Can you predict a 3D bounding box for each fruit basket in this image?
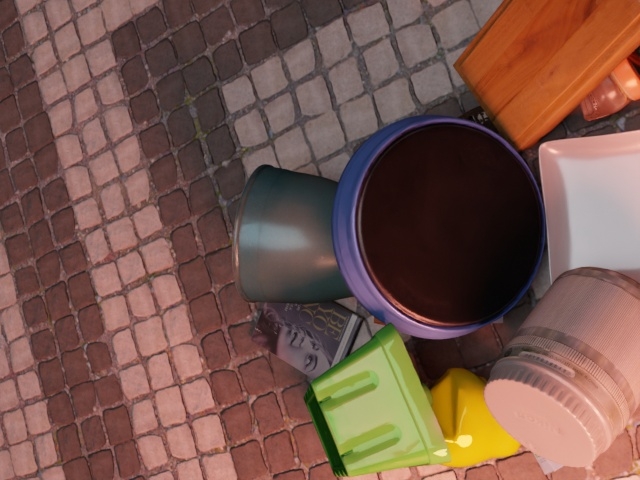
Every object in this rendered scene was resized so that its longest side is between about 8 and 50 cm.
[{"bbox_3d":[0.178,0.292,1.669,0.392,0.392,0.282,-29,77,27],"label":"fruit basket"}]

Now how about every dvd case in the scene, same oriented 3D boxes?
[{"bbox_3d":[-0.031,0.184,1.935,0.221,0.018,0.164,28,103,27],"label":"dvd case"}]

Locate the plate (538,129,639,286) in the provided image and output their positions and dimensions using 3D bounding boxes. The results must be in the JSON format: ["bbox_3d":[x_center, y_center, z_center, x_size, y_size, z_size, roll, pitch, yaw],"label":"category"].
[{"bbox_3d":[0.523,-0.048,1.600,0.277,0.045,0.277,-6,87,29],"label":"plate"}]

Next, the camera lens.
[{"bbox_3d":[0.418,0.194,1.505,0.219,0.219,0.274,29,60,27],"label":"camera lens"}]

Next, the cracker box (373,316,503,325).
[{"bbox_3d":[0.213,0.072,1.683,0.067,0.232,0.155,180,90,-72],"label":"cracker box"}]

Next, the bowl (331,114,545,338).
[{"bbox_3d":[0.212,-0.025,1.609,0.077,0.391,0.390,173,94,-71],"label":"bowl"}]

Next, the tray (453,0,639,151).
[{"bbox_3d":[0.383,-0.333,1.530,0.202,0.076,0.411,57,149,12],"label":"tray"}]

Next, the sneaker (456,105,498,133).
[{"bbox_3d":[0.256,-0.196,1.738,0.188,0.071,0.066,-33,74,26],"label":"sneaker"}]

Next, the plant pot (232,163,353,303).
[{"bbox_3d":[0.000,0.000,1.792,0.255,0.272,0.271,7,93,16],"label":"plant pot"}]

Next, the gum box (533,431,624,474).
[{"bbox_3d":[0.407,0.283,1.611,0.184,0.157,0.041,62,157,16],"label":"gum box"}]

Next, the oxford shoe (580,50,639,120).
[{"bbox_3d":[0.421,-0.377,1.615,0.133,0.130,0.363,-34,74,32],"label":"oxford shoe"}]
